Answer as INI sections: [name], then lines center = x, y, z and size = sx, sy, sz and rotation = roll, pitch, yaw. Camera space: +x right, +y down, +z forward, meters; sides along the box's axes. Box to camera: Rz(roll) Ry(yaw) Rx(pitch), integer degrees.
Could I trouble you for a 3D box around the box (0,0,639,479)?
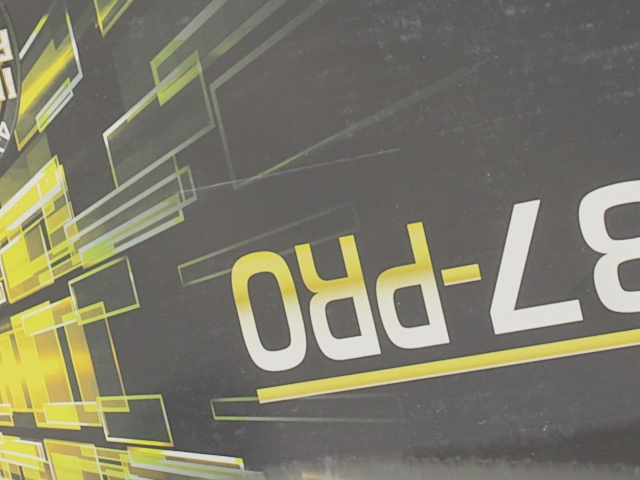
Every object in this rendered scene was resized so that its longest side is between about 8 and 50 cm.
[box]
center = 0.000, 0.000, 0.657
size = 0.395, 0.318, 0.097
rotation = -10, 8, 24
